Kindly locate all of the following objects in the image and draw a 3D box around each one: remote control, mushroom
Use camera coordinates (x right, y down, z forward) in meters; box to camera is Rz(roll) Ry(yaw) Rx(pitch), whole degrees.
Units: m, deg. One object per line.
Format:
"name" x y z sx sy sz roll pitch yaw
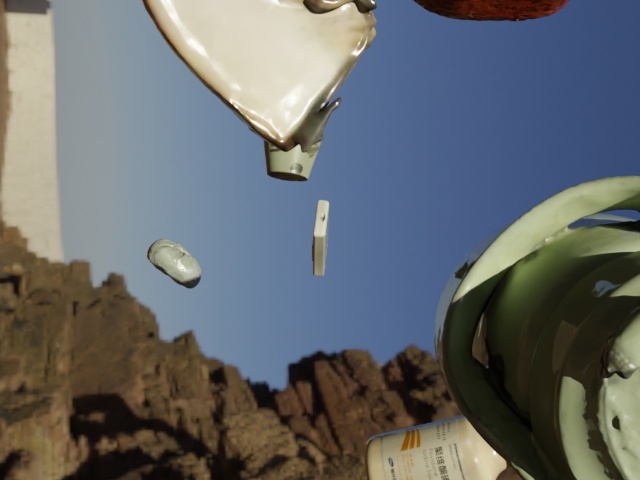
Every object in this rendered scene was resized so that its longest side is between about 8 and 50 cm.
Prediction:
"remote control" 0.000 0.000 1.823 0.190 0.029 0.087 90 6 -61
"mushroom" -0.114 -0.307 1.206 0.224 0.314 0.397 -53 -164 5

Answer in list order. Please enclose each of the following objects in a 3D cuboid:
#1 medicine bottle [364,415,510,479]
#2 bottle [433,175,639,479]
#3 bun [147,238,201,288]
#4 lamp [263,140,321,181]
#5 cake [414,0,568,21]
"medicine bottle" 0.195 0.308 1.244 0.114 0.252 0.114 -15 90 -77
"bottle" 0.191 0.079 0.576 0.351 0.229 0.229 -73 163 -88
"bun" -0.197 0.030 1.200 0.045 0.083 0.083 -54 -165 -7
"lamp" -0.051 -0.226 1.691 0.121 0.121 0.214 169 -69 -74
"cake" 0.220 -0.373 1.064 0.151 0.283 0.177 123 -40 -74
